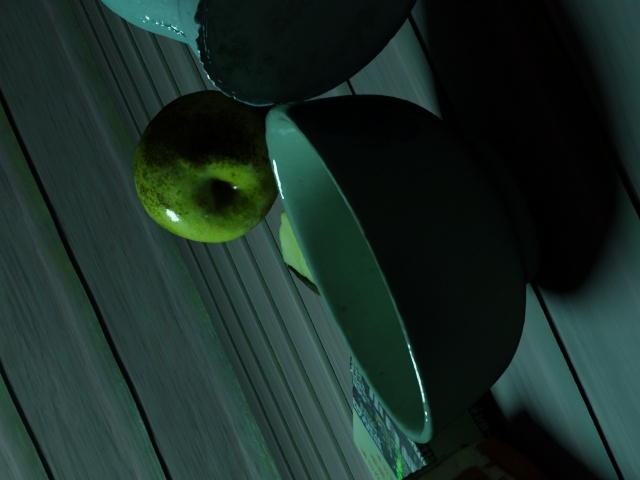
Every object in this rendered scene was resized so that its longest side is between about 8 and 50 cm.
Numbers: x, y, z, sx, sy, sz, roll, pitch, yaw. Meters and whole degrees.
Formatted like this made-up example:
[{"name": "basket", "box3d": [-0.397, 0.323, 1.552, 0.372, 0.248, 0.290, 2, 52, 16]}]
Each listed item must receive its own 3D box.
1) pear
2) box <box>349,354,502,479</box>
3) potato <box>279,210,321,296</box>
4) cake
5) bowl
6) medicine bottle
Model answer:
[{"name": "pear", "box3d": [-0.148, -0.100, 1.809, 0.197, 0.197, 0.197, 61, 167, 24]}, {"name": "box", "box3d": [0.113, 0.228, 1.538, 0.198, 0.084, 0.310, 60, 167, 28]}, {"name": "potato", "box3d": [0.000, 0.000, 1.645, 0.096, 0.066, 0.103, 38, 148, 37]}, {"name": "cake", "box3d": [0.177, 0.315, 1.254, 0.159, 0.158, 0.262, 67, 168, -23]}, {"name": "bowl", "box3d": [0.080, 0.000, 1.093, 0.289, 0.146, 0.289, 61, 169, 21]}, {"name": "medicine bottle", "box3d": [-0.079, -0.259, 1.050, 0.290, 0.245, 0.245, 50, 161, 33]}]
